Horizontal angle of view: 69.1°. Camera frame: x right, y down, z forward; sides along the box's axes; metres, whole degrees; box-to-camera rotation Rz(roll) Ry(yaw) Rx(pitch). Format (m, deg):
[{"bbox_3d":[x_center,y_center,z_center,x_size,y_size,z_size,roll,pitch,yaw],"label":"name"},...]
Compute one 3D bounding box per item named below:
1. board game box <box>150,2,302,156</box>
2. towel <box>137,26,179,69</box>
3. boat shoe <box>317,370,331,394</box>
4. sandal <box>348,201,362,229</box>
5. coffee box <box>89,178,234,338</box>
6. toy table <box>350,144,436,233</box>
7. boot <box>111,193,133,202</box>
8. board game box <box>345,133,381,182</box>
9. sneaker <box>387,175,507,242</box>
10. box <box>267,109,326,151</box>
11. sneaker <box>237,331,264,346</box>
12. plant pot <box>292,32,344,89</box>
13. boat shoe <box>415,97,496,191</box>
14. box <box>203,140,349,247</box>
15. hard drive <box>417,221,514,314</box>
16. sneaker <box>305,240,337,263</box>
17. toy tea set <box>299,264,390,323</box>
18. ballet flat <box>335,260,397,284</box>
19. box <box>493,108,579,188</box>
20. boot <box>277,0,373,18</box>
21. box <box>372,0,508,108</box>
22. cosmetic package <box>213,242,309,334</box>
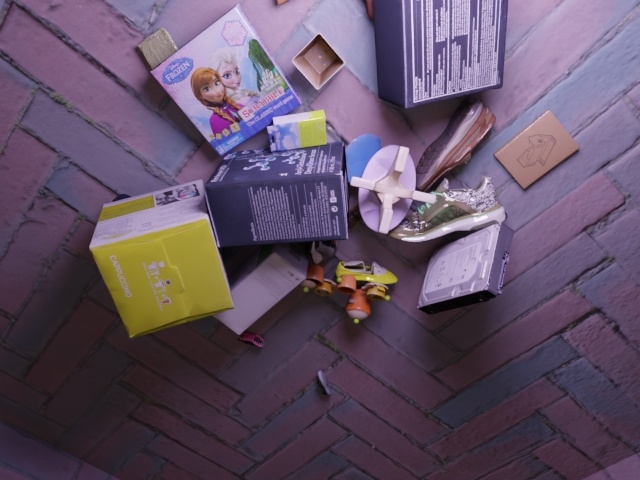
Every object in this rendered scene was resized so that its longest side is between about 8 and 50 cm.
[{"bbox_3d":[-0.272,-0.460,1.380,0.318,0.066,0.318,-28,121,18],"label":"board game box"},{"bbox_3d":[-0.462,-0.543,1.387,0.109,0.027,0.148,-24,115,16],"label":"towel"},{"bbox_3d":[0.008,0.621,2.012,0.040,0.049,0.142,-15,120,13],"label":"boat shoe"},{"bbox_3d":[0.135,-0.100,1.592,0.072,0.049,0.180,45,128,-13],"label":"sandal"},{"bbox_3d":[-0.494,0.049,1.502,0.337,0.334,0.338,-15,120,-10],"label":"coffee box"},{"bbox_3d":[0.209,-0.156,1.410,0.251,0.161,0.275,1,96,-1],"label":"toy table"},{"bbox_3d":[-0.645,-0.080,1.657,0.106,0.082,0.219,-19,131,43],"label":"boot"},{"bbox_3d":[0.132,-0.257,1.484,0.133,0.033,0.169,-20,120,-22],"label":"board game box"},{"bbox_3d":[0.390,-0.114,1.527,0.409,0.158,0.182,-13,104,6],"label":"sneaker"},{"bbox_3d":[-0.072,-0.335,1.432,0.178,0.043,0.109,-9,144,-3],"label":"box"},{"bbox_3d":[-0.289,0.414,1.922,0.119,0.047,0.057,24,135,-6],"label":"sneaker"},{"bbox_3d":[-0.004,-0.518,1.328,0.109,0.096,0.109,-38,110,22],"label":"plant pot"},{"bbox_3d":[0.411,-0.273,1.429,0.116,0.123,0.324,24,124,-18],"label":"boat shoe"},{"bbox_3d":[-0.113,-0.147,1.437,0.394,0.294,0.212,-5,119,6],"label":"box"},{"bbox_3d":[0.452,0.098,1.486,0.064,0.237,0.339,29,154,-15],"label":"hard drive"},{"bbox_3d":[0.000,0.000,1.574,0.107,0.101,0.271,-18,163,1],"label":"sneaker"},{"bbox_3d":[0.071,0.204,1.673,0.335,0.125,0.200,18,153,-11],"label":"toy tea set"},{"bbox_3d":[0.170,0.113,1.694,0.230,0.077,0.077,5,115,3],"label":"ballet flat"},{"bbox_3d":[0.675,-0.283,1.459,0.164,0.021,0.201,41,115,-18],"label":"box"},{"bbox_3d":[0.011,-0.686,1.232,0.280,0.096,0.264,-15,118,13],"label":"boot"},{"bbox_3d":[0.303,-0.529,1.203,0.293,0.183,0.297,-16,120,-14],"label":"box"},{"bbox_3d":[-0.215,0.148,1.672,0.155,0.197,0.365,42,113,-18],"label":"cosmetic package"}]
